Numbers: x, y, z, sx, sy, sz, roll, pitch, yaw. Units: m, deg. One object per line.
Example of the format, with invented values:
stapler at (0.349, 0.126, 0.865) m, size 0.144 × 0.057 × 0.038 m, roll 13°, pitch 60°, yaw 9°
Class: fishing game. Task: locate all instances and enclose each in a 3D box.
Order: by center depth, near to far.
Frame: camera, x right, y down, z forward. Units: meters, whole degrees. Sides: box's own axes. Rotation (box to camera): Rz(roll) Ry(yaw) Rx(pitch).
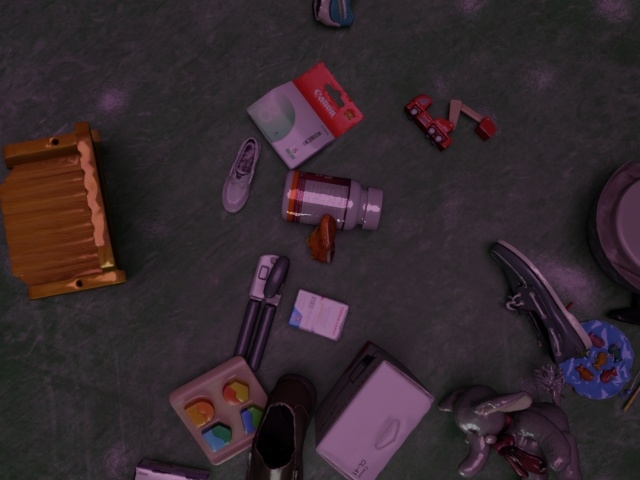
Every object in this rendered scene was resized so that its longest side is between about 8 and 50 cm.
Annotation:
fishing game at (0.652, 0.281, 1.443) m, size 0.264 × 0.041 × 0.189 m, roll 41°, pitch 84°, yaw 1°

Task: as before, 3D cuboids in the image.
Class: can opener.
can opener at (-0.141, 0.164, 1.411) m, size 0.074 × 0.093 × 0.280 m, roll 17°, pitch 92°, yaw 1°

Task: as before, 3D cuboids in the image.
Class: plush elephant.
plush elephant at (0.396, 0.418, 1.321) m, size 0.255 × 0.272 × 0.330 m, roll 6°, pitch 74°, yaw -2°

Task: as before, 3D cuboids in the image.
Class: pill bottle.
pill bottle at (0.026, -0.088, 1.408) m, size 0.221 × 0.121 × 0.121 m, roll 9°, pitch 87°, yaw -1°

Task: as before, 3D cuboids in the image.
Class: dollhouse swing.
dollhouse swing at (-0.576, -0.058, 1.303) m, size 0.315 × 0.305 × 0.347 m, roll -11°, pitch 88°, yaw -2°

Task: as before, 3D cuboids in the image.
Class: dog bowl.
dog bowl at (0.788, -0.026, 1.414) m, size 0.348 × 0.102 × 0.349 m, roll 0°, pitch 78°, yaw -2°

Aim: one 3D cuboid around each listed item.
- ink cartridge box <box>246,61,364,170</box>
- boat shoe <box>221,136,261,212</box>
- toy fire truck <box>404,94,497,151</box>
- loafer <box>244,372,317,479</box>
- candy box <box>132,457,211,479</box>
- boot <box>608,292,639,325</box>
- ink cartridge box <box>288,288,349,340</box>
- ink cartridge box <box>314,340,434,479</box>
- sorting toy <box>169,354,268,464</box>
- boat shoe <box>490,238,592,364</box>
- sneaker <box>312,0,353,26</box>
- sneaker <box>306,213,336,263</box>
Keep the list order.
ink cartridge box at (-0.034, -0.300, 1.454) m, size 0.224 × 0.056 × 0.181 m, roll -37°, pitch 88°, yaw -1°
boat shoe at (-0.184, -0.155, 1.436) m, size 0.066 × 0.063 × 0.184 m, roll 25°, pitch 86°, yaw 0°
toy fire truck at (0.309, -0.289, 1.463) m, size 0.135 × 0.047 × 0.192 m, roll -41°, pitch 88°, yaw -4°
loafer at (-0.108, 0.475, 1.338) m, size 0.134 × 0.130 × 0.366 m, roll 12°, pitch 99°, yaw 16°
candy box at (-0.351, 0.612, 1.385) m, size 0.165 × 0.070 × 0.196 m, roll 11°, pitch 87°, yaw -1°
boot at (0.747, 0.149, 1.450) m, size 0.121 × 0.045 × 0.099 m, roll 13°, pitch 87°, yaw -5°
ink cartridge box at (-0.004, 0.172, 1.427) m, size 0.122 × 0.052 × 0.088 m, roll 19°, pitch 87°, yaw 1°
ink cartridge box at (0.099, 0.350, 1.292) m, size 0.131 × 0.306 × 0.226 m, roll 38°, pitch 87°, yaw 2°
sorting toy at (-0.212, 0.391, 1.393) m, size 0.193 × 0.038 × 0.208 m, roll -29°, pitch 105°, yaw -2°
boat shoe at (0.485, 0.141, 1.407) m, size 0.099 × 0.116 × 0.319 m, roll -38°, pitch 85°, yaw 3°
sneaker at (0.053, -0.647, 1.467) m, size 0.110 × 0.107 × 0.275 m, roll 10°, pitch 91°, yaw -20°
sneaker at (0.000, 0.000, 1.380) m, size 0.067 × 0.175 × 0.064 m, roll 14°, pitch 57°, yaw 5°
